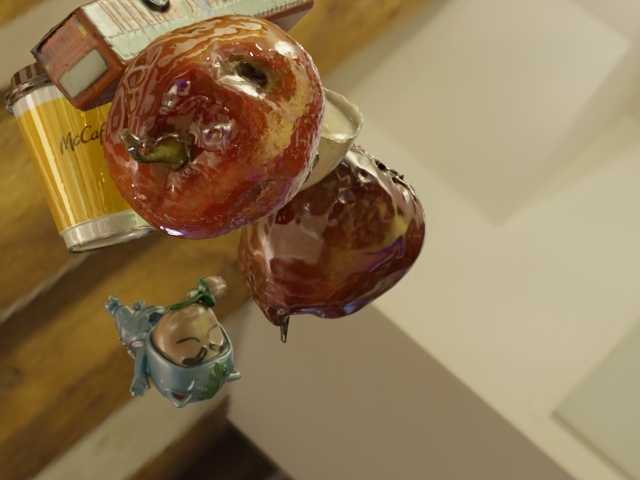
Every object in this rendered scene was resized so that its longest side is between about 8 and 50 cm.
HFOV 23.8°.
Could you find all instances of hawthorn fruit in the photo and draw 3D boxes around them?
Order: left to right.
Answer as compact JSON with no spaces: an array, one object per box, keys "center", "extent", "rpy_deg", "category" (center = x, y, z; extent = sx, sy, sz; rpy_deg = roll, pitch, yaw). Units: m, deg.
[{"center":[-0.091,-0.063,1.045],"extent":[0.165,0.165,0.285],"rpy_deg":[-56,-1,22],"category":"hawthorn fruit"},{"center":[0.009,-0.021,2.560],"extent":[0.325,0.308,0.308],"rpy_deg":[-28,-13,12],"category":"hawthorn fruit"}]

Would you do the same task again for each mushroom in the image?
[{"center":[-0.047,-0.107,1.941],"extent":[0.236,0.162,0.173],"rpy_deg":[-103,32,-58],"category":"mushroom"}]

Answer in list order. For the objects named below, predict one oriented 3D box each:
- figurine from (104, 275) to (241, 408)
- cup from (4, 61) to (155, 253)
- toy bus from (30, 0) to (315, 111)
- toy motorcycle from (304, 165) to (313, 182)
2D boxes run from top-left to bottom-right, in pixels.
[{"center":[-0.172,0.102,1.744],"extent":[0.114,0.178,0.144],"rpy_deg":[-8,-58,-46],"category":"figurine"},{"center":[-0.338,-0.131,2.193],"extent":[0.196,0.279,0.196],"rpy_deg":[-15,-6,-2],"category":"cup"},{"center":[-0.138,-0.228,1.576],"extent":[0.093,0.092,0.409],"rpy_deg":[-39,-4,33],"category":"toy bus"},{"center":[-0.124,-0.093,1.707],"extent":[0.152,0.073,0.225],"rpy_deg":[-31,-42,27],"category":"toy motorcycle"}]
